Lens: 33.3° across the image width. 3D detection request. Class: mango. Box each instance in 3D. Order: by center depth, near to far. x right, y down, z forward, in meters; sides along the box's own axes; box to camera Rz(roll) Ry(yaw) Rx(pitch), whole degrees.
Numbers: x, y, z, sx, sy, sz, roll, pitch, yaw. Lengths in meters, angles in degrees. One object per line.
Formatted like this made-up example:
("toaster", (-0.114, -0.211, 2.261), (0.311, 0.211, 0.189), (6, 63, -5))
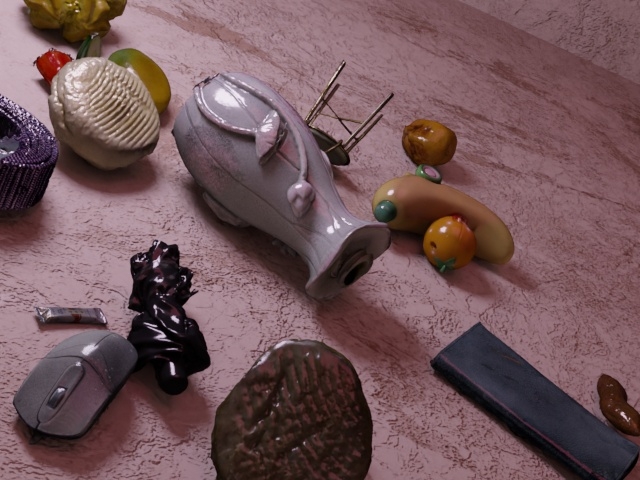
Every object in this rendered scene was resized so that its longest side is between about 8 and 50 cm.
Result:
("mango", (-0.369, -0.318, 2.193), (0.122, 0.085, 0.191), (5, 46, -50))

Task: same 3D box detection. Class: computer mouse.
("computer mouse", (-0.328, 0.186, 1.453), (0.113, 0.068, 0.229), (22, 37, 10))

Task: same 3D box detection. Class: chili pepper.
("chili pepper", (-0.486, -0.291, 2.085), (0.088, 0.065, 0.169), (12, 37, -55))

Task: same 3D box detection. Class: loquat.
("loquat", (0.253, -0.233, 2.518), (0.137, 0.113, 0.137), (8, 29, -5))

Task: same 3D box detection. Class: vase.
("vase", (-0.071, -0.100, 1.944), (0.250, 0.250, 0.445), (-15, 57, -49))

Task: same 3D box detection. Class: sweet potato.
("sweet potato", (0.547, 0.301, 1.992), (0.065, 0.051, 0.218), (17, 21, -10))

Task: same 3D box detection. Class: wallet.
("wallet", (0.382, 0.296, 1.890), (0.379, 0.046, 0.191), (37, 31, 18))

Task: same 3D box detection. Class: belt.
("belt", (-0.584, -0.166, 1.753), (0.325, 0.122, 0.260), (35, 24, 14))

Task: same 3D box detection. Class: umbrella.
("umbrella", (-0.237, 0.122, 1.618), (0.122, 0.110, 0.272), (13, 38, -24))

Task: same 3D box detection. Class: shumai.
("shumai", (-0.037, 0.286, 1.523), (0.222, 0.203, 0.272), (29, 66, 6))

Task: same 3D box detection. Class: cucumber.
("cucumber", (-0.473, -0.372, 2.161), (0.035, 0.107, 0.067), (27, 32, 10))

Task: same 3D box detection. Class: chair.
("chair", (0.002, -0.209, 2.269), (0.160, 0.170, 0.325), (34, 75, 3))

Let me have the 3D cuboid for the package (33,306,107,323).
("package", (-0.373, 0.112, 1.603), (0.110, 0.015, 0.037), (3, 33, -37))

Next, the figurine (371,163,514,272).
("figurine", (0.256, -0.029, 2.205), (0.325, 0.124, 0.222), (26, 31, -11))

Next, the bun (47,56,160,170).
("bun", (-0.408, -0.222, 1.959), (0.220, 0.134, 0.220), (26, 50, -35))

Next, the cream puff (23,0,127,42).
("cream puff", (-0.517, -0.508, 2.274), (0.221, 0.194, 0.194), (3, 38, -28))
